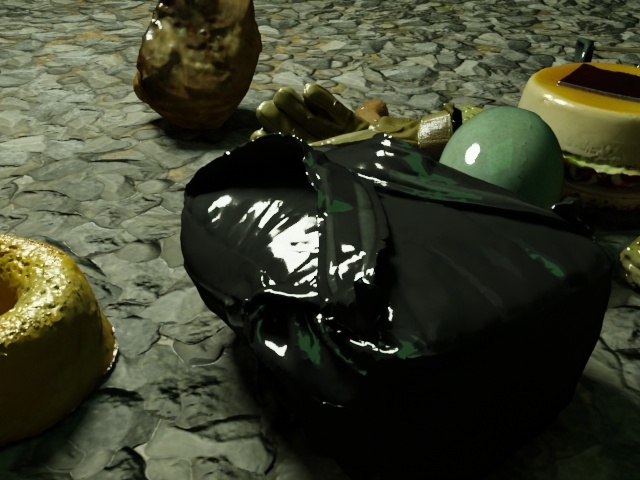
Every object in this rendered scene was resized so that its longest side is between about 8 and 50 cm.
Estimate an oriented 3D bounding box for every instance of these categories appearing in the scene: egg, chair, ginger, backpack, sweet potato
[{"bbox_3d":[0.243,-0.083,0.972,0.169,0.169,0.236,11,59,16],"label":"egg"},{"bbox_3d":[0.639,-0.365,1.530,0.221,0.104,0.095,23,55,27],"label":"chair"},{"bbox_3d":[-0.215,-0.334,1.294,0.200,0.269,0.223,21,-1,-10],"label":"ginger"},{"bbox_3d":[0.044,0.027,0.732,0.363,0.255,0.445,-22,36,-37],"label":"backpack"},{"bbox_3d":[0.090,-0.213,1.299,0.065,0.051,0.218,6,32,4],"label":"sweet potato"}]

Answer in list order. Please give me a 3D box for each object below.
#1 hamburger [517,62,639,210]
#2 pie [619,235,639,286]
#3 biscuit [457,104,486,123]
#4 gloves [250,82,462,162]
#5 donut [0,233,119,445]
[{"bbox_3d":[0.434,-0.161,1.110,0.300,0.176,0.300,0,31,0],"label":"hamburger"},{"bbox_3d":[0.515,0.005,0.951,0.282,0.068,0.128,-19,38,-35],"label":"pie"},{"bbox_3d":[0.260,-0.206,1.330,0.231,0.016,0.139,-26,40,-37],"label":"biscuit"},{"bbox_3d":[0.057,-0.151,1.109,0.331,0.141,0.154,1,64,6],"label":"gloves"},{"bbox_3d":[-0.363,0.089,0.748,0.277,0.108,0.277,0,32,0],"label":"donut"}]
